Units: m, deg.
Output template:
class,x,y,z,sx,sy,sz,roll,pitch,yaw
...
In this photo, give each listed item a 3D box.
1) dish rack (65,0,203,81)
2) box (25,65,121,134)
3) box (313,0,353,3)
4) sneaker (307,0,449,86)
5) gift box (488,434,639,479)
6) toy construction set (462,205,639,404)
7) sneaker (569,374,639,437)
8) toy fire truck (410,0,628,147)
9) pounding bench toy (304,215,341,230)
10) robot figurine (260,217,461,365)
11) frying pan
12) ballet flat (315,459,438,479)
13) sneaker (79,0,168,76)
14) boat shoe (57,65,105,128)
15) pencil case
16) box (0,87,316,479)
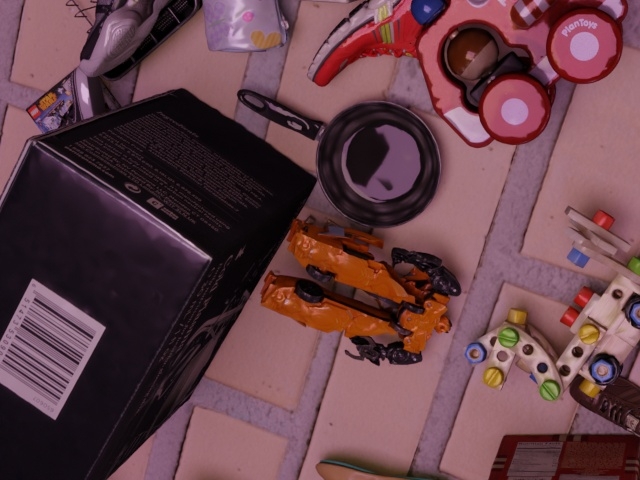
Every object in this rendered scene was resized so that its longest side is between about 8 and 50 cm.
class,x,y,z,sx,sy,sz,roll,pitch,yaw
dish rack,-0.324,-0.411,1.861,0.208,0.074,0.271,-36,93,22
box,-0.405,-0.216,1.966,0.137,0.027,0.094,-33,96,22
box,0.008,-0.485,1.727,0.113,0.094,0.275,5,106,16
sneaker,0.098,-0.301,1.751,0.279,0.107,0.118,-37,100,24
gift box,0.363,0.460,1.800,0.255,0.276,0.258,-2,106,23
toy construction set,0.370,0.106,1.767,0.215,0.151,0.328,35,117,15
sneaker,0.468,0.255,1.812,0.188,0.071,0.066,19,110,11
toy fire truck,0.263,-0.290,1.659,0.254,0.169,0.302,46,112,-3
pounding bench toy,0.000,0.000,1.884,0.083,0.065,0.052,36,112,5
robot figurine,0.068,0.078,1.836,0.291,0.085,0.211,21,116,-15
frying pan,0.028,-0.125,1.848,0.326,0.053,0.197,7,106,17
ballet flat,0.098,0.412,1.958,0.232,0.080,0.073,8,69,14
sneaker,-0.308,-0.382,1.777,0.153,0.101,0.268,40,108,8
boat shoe,-0.381,-0.175,1.916,0.076,0.080,0.228,-2,130,3
pencil case,-0.120,-0.411,1.776,0.124,0.113,0.273,0,105,27
box,-0.295,0.072,1.775,0.297,0.472,0.480,33,112,4
